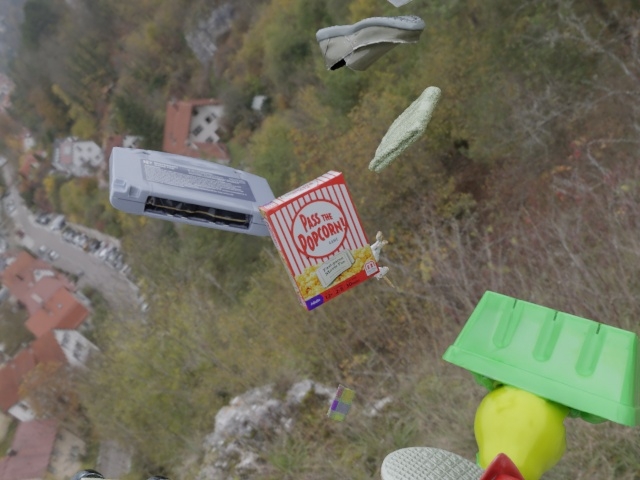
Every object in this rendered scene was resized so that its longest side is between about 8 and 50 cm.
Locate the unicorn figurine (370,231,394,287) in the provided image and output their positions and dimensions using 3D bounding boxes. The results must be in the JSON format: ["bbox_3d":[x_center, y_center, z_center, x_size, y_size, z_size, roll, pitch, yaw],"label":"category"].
[{"bbox_3d":[0.096,0.037,1.365,0.111,0.161,0.060,-64,34,38],"label":"unicorn figurine"}]

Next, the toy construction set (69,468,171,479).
[{"bbox_3d":[-0.233,0.396,0.789,0.151,0.327,0.215,9,78,31],"label":"toy construction set"}]

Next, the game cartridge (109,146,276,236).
[{"bbox_3d":[-0.225,-0.091,1.190,0.196,0.294,0.060,-114,40,-54],"label":"game cartridge"}]

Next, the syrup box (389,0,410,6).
[{"bbox_3d":[0.105,-0.565,1.279,0.096,0.237,0.093,-7,60,56],"label":"syrup box"}]

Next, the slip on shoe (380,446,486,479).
[{"bbox_3d":[0.241,0.417,1.041,0.123,0.331,0.101,-91,25,-61],"label":"slip on shoe"}]

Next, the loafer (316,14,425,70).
[{"bbox_3d":[0.092,-0.356,1.217,0.094,0.087,0.251,-16,16,-35],"label":"loafer"}]

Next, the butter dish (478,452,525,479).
[{"bbox_3d":[0.232,0.346,0.735,0.160,0.160,0.118,-39,12,-33],"label":"butter dish"}]

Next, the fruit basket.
[{"bbox_3d":[0.424,0.315,1.311,0.392,0.283,0.392,-7,75,27],"label":"fruit basket"}]

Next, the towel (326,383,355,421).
[{"bbox_3d":[0.052,0.400,1.638,0.009,0.060,0.083,12,78,53],"label":"towel"}]

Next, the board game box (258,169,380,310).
[{"bbox_3d":[0.000,0.000,1.128,0.146,0.193,0.045,-28,20,-14],"label":"board game box"}]

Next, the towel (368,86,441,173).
[{"bbox_3d":[0.132,-0.175,1.065,0.148,0.027,0.110,-38,22,56],"label":"towel"}]
